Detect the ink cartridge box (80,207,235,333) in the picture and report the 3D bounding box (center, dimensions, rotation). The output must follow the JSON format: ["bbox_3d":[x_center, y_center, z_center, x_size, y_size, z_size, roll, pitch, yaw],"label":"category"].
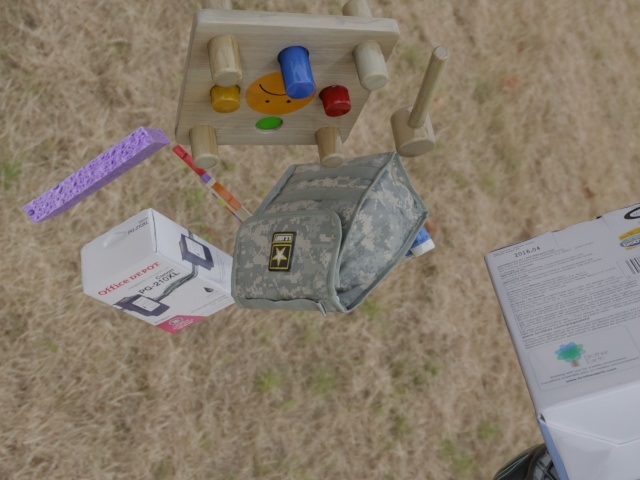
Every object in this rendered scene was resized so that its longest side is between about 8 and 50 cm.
[{"bbox_3d":[-0.285,0.061,1.388,0.237,0.172,0.100,37,32,-49],"label":"ink cartridge box"}]

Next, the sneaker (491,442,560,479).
[{"bbox_3d":[0.292,0.411,1.172,0.267,0.106,0.101,-43,93,-13],"label":"sneaker"}]

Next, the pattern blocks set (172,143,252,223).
[{"bbox_3d":[-0.155,-0.048,1.557,0.325,0.026,0.285,42,-4,31],"label":"pattern blocks set"}]

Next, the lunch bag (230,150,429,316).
[{"bbox_3d":[0.000,0.000,1.262,0.287,0.235,0.169,-55,127,-34],"label":"lunch bag"}]

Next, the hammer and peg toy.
[{"bbox_3d":[-0.001,-0.209,1.021,0.362,0.266,0.127,-3,64,-17],"label":"hammer and peg toy"}]

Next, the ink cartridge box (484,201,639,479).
[{"bbox_3d":[0.372,0.095,0.964,0.395,0.270,0.151,-90,158,-59],"label":"ink cartridge box"}]

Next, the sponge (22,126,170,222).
[{"bbox_3d":[-0.321,-0.098,1.121,0.031,0.210,0.117,57,6,-6],"label":"sponge"}]

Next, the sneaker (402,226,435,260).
[{"bbox_3d":[0.160,-0.012,1.406,0.084,0.058,0.152,62,-3,2],"label":"sneaker"}]
